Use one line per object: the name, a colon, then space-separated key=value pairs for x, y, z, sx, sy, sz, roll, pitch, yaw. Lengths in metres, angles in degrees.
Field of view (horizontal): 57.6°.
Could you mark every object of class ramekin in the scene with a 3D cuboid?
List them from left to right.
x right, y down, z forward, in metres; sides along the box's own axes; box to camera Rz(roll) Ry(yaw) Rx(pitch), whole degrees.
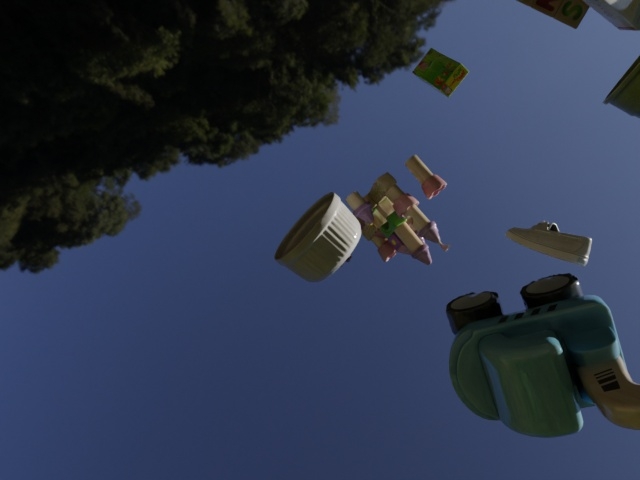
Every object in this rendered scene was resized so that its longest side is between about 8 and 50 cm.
ramekin: x=0.000 y=0.000 z=1.342 sx=0.207 sy=0.109 sz=0.207 roll=-45 pitch=-166 yaw=15

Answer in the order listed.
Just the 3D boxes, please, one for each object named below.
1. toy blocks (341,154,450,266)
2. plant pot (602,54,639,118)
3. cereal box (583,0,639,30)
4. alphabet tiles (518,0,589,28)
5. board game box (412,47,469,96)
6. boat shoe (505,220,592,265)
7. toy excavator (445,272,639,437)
toy blocks: x=0.206 y=-0.016 z=1.615 sx=0.308 sy=0.289 sz=0.260 roll=-32 pitch=-104 yaw=-26
plant pot: x=0.871 y=-0.343 z=1.223 sx=0.353 sy=0.366 sz=0.366 roll=39 pitch=-98 yaw=11
cereal box: x=0.514 y=-0.485 z=1.003 sx=0.047 sy=0.240 sz=0.173 roll=24 pitch=-78 yaw=46
alphabet tiles: x=0.518 y=-0.634 z=1.230 sx=0.342 sy=0.011 sz=0.285 roll=29 pitch=-64 yaw=6
board game box: x=0.352 y=-0.499 z=1.725 sx=0.092 sy=0.043 sz=0.181 roll=-52 pitch=-146 yaw=15
boat shoe: x=0.445 y=-0.005 z=1.141 sx=0.184 sy=0.066 sz=0.063 roll=30 pitch=-80 yaw=62
toy excavator: x=0.418 y=0.217 z=0.921 sx=0.432 sy=0.223 sz=0.445 roll=-16 pitch=-171 yaw=17
